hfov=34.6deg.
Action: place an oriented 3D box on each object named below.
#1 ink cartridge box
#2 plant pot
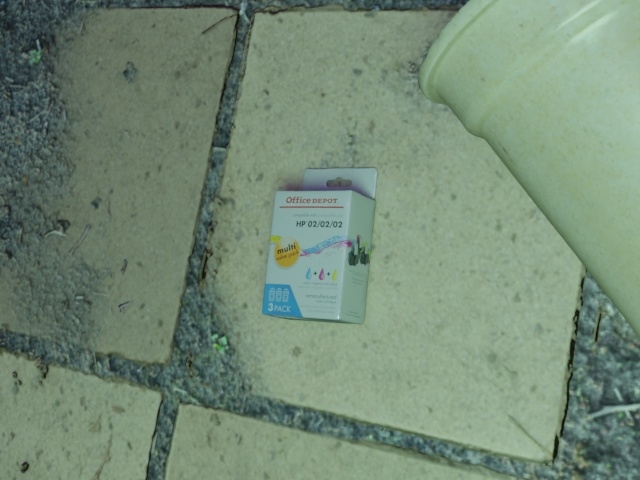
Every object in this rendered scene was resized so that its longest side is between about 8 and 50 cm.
[{"bbox_3d":[0.000,0.000,1.161,0.104,0.061,0.181,1,81,31],"label":"ink cartridge box"},{"bbox_3d":[0.300,-0.089,0.874,0.334,0.334,0.305,-32,77,22],"label":"plant pot"}]
